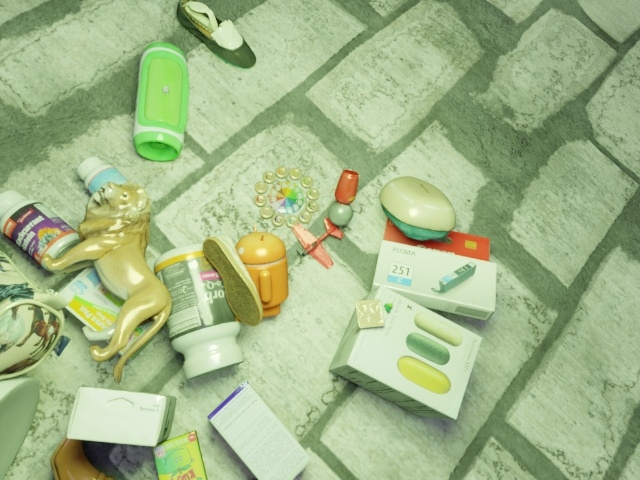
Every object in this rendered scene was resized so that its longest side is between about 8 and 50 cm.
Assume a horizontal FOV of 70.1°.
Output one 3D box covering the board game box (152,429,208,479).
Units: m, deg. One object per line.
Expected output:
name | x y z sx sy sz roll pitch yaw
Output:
board game box | -0.292 0.516 0.980 0.092 0.043 0.181 -15 75 -16

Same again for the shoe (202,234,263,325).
shoe | -0.181 0.084 1.006 0.219 0.076 0.058 63 26 -2

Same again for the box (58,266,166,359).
box | -0.468 0.162 1.031 0.203 0.103 0.114 38 68 3

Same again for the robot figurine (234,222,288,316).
robot figurine | -0.141 0.073 1.089 0.128 0.220 0.158 8 23 22

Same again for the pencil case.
pencil case | -0.655 0.097 0.896 0.410 0.160 0.183 29 55 33

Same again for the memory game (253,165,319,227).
memory game | -0.093 -0.121 1.252 0.186 0.012 0.186 3 72 -10

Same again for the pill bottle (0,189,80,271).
pill bottle | -0.658 -0.027 1.054 0.193 0.108 0.108 38 69 3

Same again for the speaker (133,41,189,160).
speaker | -0.420 -0.367 1.208 0.131 0.131 0.297 1 72 -11

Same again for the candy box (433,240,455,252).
candy box | 0.310 0.088 1.242 0.186 0.053 0.109 -25 77 -20

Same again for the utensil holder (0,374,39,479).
utensil holder | -0.773 0.323 0.802 0.385 0.327 0.328 21 69 -6

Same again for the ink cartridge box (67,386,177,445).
ink cartridge box | -0.388 0.352 0.921 0.160 0.219 0.093 9 70 -8

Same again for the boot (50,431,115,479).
boot | -0.478 0.483 0.941 0.152 0.073 0.197 18 81 -4

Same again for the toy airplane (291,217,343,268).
toy airplane | 0.000 0.000 1.219 0.151 0.028 0.151 4 73 -15

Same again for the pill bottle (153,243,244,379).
pill bottle | -0.272 0.160 1.041 0.162 0.162 0.279 -15 76 -16

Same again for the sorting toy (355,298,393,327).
sorting toy | 0.120 0.158 0.990 0.083 0.012 0.062 -4 65 -6

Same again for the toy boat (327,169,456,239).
toy boat | 0.184 -0.087 1.205 0.318 0.267 0.148 10 115 -7

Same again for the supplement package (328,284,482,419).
supplement package | 0.192 0.268 1.078 0.262 0.198 0.199 27 68 -1

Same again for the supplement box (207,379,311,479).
supplement box | -0.136 0.429 1.005 0.114 0.111 0.220 -41 83 -20

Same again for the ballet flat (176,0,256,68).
ballet flat | -0.307 -0.609 1.327 0.280 0.096 0.095 35 68 1

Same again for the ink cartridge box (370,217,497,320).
ink cartridge box | 0.298 0.050 1.181 0.296 0.066 0.261 12 56 7

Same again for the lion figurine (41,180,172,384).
lion figurine | -0.410 0.071 0.956 0.240 0.142 0.392 -28 82 -25

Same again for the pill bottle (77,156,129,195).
pill bottle | -0.519 -0.130 1.128 0.160 0.087 0.087 44 69 5
